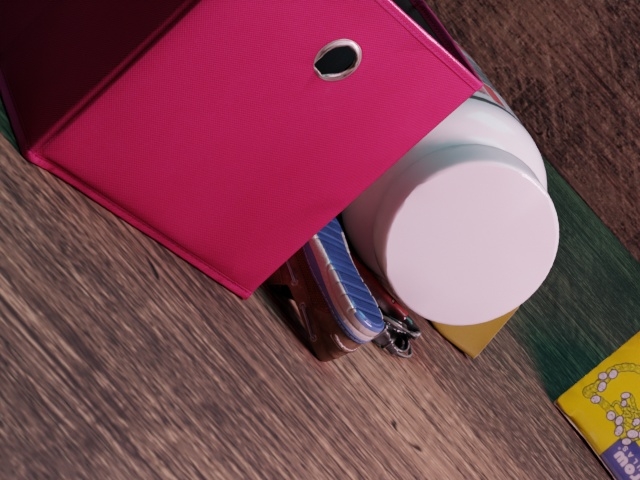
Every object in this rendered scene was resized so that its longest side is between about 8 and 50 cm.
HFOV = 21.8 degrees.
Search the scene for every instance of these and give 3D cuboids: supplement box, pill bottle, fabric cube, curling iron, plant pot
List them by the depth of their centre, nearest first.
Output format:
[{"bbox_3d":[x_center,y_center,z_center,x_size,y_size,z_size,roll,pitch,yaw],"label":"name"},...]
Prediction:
[{"bbox_3d":[-0.081,-0.162,1.286,0.254,0.258,0.259,37,17,-43],"label":"fabric cube"},{"bbox_3d":[0.000,0.000,1.557,0.274,0.035,0.068,50,13,8],"label":"curling iron"},{"bbox_3d":[0.111,-0.073,1.702,0.210,0.210,0.363,42,11,-25],"label":"pill bottle"},{"bbox_3d":[0.147,0.059,1.769,0.083,0.081,0.081,31,19,-23],"label":"plant pot"},{"bbox_3d":[0.466,0.223,2.042,0.194,0.195,0.356,53,15,22],"label":"supplement box"}]

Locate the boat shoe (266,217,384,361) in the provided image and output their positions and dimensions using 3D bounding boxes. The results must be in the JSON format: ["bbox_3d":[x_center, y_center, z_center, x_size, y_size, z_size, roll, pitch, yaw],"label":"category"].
[{"bbox_3d":[-0.014,0.020,1.388,0.066,0.066,0.183,30,28,-47],"label":"boat shoe"}]
